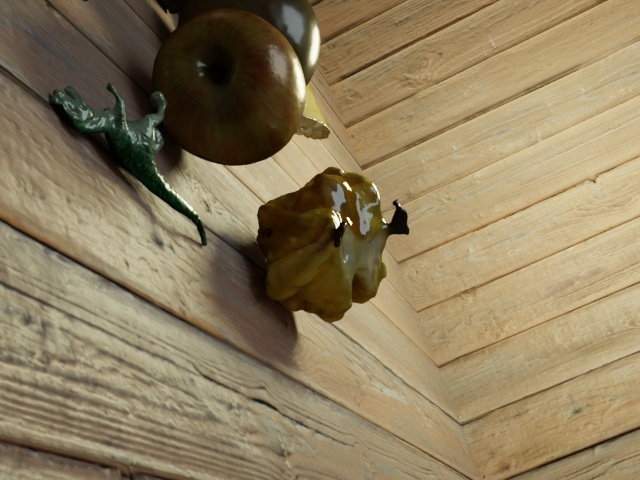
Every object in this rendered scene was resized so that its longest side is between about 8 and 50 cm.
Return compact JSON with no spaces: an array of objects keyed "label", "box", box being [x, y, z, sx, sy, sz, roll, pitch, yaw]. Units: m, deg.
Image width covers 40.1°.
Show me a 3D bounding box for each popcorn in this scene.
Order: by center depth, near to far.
[{"label":"popcorn","box":[0.000,0.000,1.669,0.316,0.281,0.297,29,66,-48]}]

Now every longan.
[{"label":"longan","box":[-0.142,-0.392,1.749,0.297,0.297,0.297,60,13,-23]}]

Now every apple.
[{"label":"apple","box":[-0.149,-0.250,1.486,0.264,0.264,0.264,60,13,-23]}]

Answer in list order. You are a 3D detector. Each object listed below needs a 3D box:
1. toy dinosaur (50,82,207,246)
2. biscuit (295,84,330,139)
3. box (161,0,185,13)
[{"label":"toy dinosaur","box":[-0.234,-0.131,1.263,0.383,0.076,0.129,42,57,-49]},{"label":"biscuit","box":[-0.174,-0.452,2.104,0.429,0.104,0.446,-3,66,-62]},{"label":"box","box":[-0.291,-0.638,1.836,0.143,0.184,0.273,51,18,-53]}]
